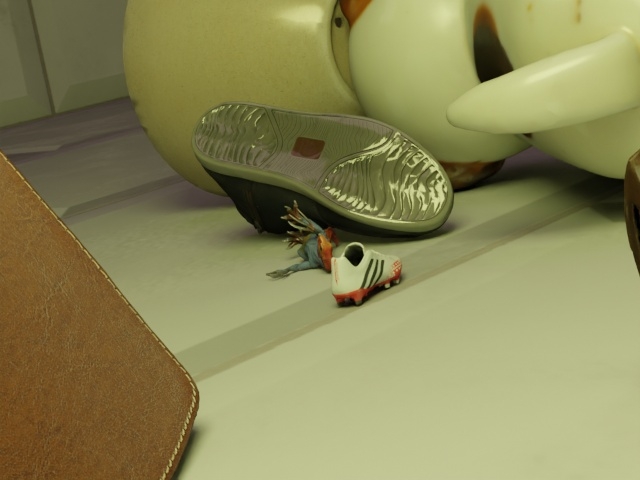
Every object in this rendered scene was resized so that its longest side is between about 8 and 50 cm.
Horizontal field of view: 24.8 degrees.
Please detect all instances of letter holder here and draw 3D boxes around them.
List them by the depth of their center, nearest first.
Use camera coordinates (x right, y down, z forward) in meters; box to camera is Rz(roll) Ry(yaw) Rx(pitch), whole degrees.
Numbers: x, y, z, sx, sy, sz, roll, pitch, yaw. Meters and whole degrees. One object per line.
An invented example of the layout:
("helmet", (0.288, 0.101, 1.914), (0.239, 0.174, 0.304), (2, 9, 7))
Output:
("letter holder", (-0.192, 0.081, 0.594), (0.152, 0.214, 0.302), (-41, 4, 16))

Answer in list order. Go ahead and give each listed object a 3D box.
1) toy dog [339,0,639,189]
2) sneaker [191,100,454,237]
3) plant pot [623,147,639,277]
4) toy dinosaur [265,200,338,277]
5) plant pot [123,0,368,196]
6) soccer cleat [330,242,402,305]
("toy dog", (0.196, -0.148, 1.163), (0.395, 0.284, 0.408), (-40, 23, -27))
("sneaker", (0.013, -0.041, 1.161), (0.222, 0.083, 0.118), (20, -21, 24))
("plant pot", (0.227, -0.010, 0.596), (0.165, 0.167, 0.167), (-21, 12, -10))
("toy dinosaur", (0.000, 0.000, 1.062), (0.090, 0.047, 0.082), (-5, 24, -34))
("plant pot", (-0.015, -0.182, 1.373), (0.191, 0.284, 0.284), (1, 16, 44))
("soccer cleat", (0.030, 0.016, 0.946), (0.029, 0.036, 0.083), (-5, 12, 30))
